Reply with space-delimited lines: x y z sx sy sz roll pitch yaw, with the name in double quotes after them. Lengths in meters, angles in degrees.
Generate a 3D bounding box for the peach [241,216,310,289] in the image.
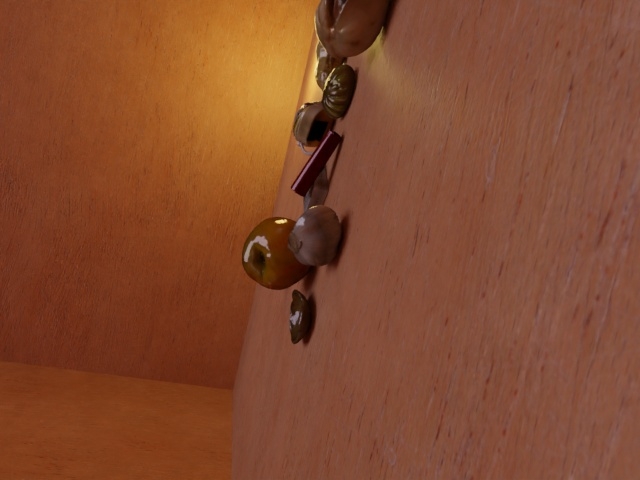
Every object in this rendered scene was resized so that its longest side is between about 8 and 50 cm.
-0.154 0.042 1.629 0.308 0.289 0.289 -21 -46 -57 "peach"

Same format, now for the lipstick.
-0.016 -0.303 1.600 0.279 0.073 0.073 -55 19 14 "lipstick"

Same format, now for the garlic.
0.000 0.000 1.295 0.143 0.178 0.229 49 153 36 "garlic"

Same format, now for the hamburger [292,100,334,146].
-0.030 -0.518 1.816 0.116 0.173 0.210 59 142 36 "hamburger"

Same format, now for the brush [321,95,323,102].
0.046 -0.623 1.786 0.190 0.027 0.034 -48 -24 -61 "brush"

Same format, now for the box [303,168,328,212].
-0.026 -0.222 1.740 0.233 0.067 0.149 -96 25 -50 "box"

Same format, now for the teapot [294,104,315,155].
-0.046 -0.551 1.995 0.204 0.139 0.298 42 -126 -74 "teapot"

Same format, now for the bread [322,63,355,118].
0.065 -0.589 1.621 0.213 0.105 0.213 -170 90 -75 "bread"

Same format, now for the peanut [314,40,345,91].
0.041 -0.799 1.847 0.147 0.147 0.305 142 137 -70 "peanut"

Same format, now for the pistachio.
0.111 -0.756 1.329 0.238 0.229 0.321 -31 -27 -60 "pistachio"

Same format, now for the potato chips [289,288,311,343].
-0.070 0.275 1.477 0.208 0.062 0.195 146 130 -70 "potato chips"
